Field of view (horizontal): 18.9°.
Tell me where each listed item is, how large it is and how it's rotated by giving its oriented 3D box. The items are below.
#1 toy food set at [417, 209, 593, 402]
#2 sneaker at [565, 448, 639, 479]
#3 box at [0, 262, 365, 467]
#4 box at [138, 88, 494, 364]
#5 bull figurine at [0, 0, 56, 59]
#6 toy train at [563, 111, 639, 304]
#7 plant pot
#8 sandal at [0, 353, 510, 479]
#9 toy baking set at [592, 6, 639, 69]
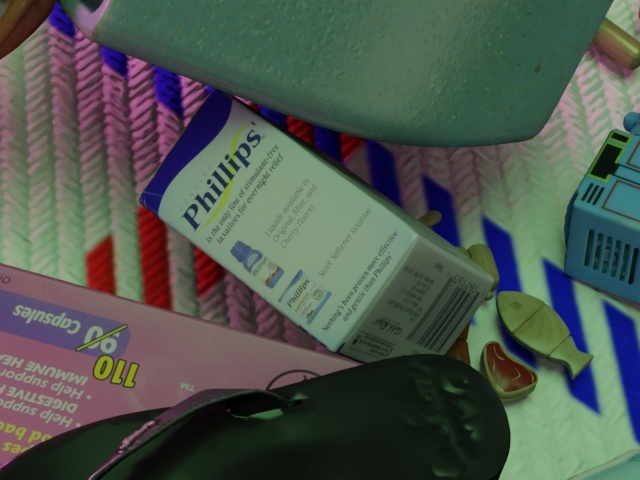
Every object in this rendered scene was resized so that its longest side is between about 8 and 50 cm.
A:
[{"bbox_3d":[0.078,0.043,1.027,0.078,0.019,0.122,-31,67,-24],"label":"toy food set"},{"bbox_3d":[0.272,0.128,0.912,0.366,0.150,0.135,-2,55,-8],"label":"sneaker"},{"bbox_3d":[-0.110,0.154,0.870,0.213,0.117,0.243,16,56,4],"label":"box"},{"bbox_3d":[0.000,0.000,0.970,0.137,0.126,0.072,38,94,25],"label":"box"},{"bbox_3d":[-0.246,-0.155,1.035,0.188,0.101,0.310,-47,37,-2],"label":"bull figurine"},{"bbox_3d":[0.210,-0.040,1.065,0.105,0.080,0.184,24,56,17],"label":"toy train"},{"bbox_3d":[0.026,-0.181,1.008,0.252,0.247,0.248,25,7,-21],"label":"plant pot"},{"bbox_3d":[-0.040,0.098,0.812,0.254,0.054,0.097,-19,60,-19],"label":"sandal"},{"bbox_3d":[0.168,-0.209,1.207,0.256,0.030,0.197,35,56,16],"label":"toy baking set"}]
